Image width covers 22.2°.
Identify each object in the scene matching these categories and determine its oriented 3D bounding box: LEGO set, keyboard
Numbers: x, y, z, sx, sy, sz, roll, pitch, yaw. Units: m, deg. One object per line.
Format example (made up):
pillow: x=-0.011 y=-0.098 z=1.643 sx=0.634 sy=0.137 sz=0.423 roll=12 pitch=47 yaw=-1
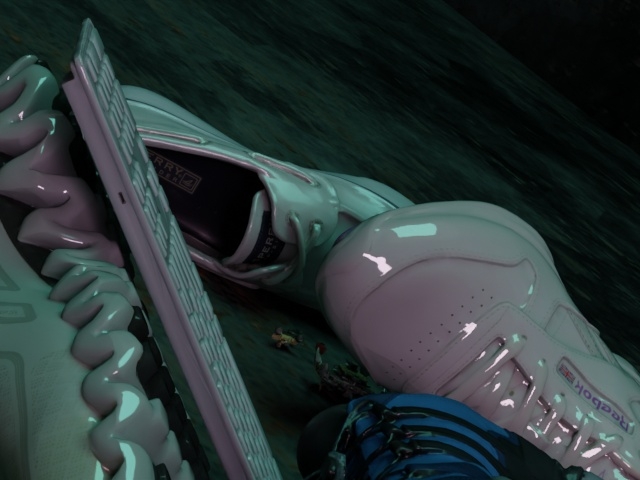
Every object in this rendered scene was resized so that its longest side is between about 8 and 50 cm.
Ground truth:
LEGO set: x=0.007 y=0.076 z=0.925 sx=0.054 sy=0.023 sz=0.083 roll=22 pitch=5 yaw=-44
keyboard: x=-0.046 y=0.037 z=0.646 sx=0.072 sy=0.014 sz=0.256 roll=-88 pitch=159 yaw=-69

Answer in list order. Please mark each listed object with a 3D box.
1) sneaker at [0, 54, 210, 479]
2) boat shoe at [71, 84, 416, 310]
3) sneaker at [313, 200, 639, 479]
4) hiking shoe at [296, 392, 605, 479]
sneaker: x=-0.116 y=0.046 z=0.601 sx=0.292 sy=0.118 sz=0.110 roll=-120 pitch=-169 yaw=-52
boat shoe: x=-0.037 y=-0.007 z=0.980 sx=0.258 sy=0.095 sz=0.084 roll=20 pitch=20 yaw=-7
sneaker: x=0.122 y=0.087 z=0.873 sx=0.305 sy=0.114 sz=0.152 roll=38 pitch=15 yaw=-35
hiking shoe: x=0.033 y=0.126 z=0.677 sx=0.132 sy=0.113 sz=0.304 roll=30 pitch=3 yaw=18
